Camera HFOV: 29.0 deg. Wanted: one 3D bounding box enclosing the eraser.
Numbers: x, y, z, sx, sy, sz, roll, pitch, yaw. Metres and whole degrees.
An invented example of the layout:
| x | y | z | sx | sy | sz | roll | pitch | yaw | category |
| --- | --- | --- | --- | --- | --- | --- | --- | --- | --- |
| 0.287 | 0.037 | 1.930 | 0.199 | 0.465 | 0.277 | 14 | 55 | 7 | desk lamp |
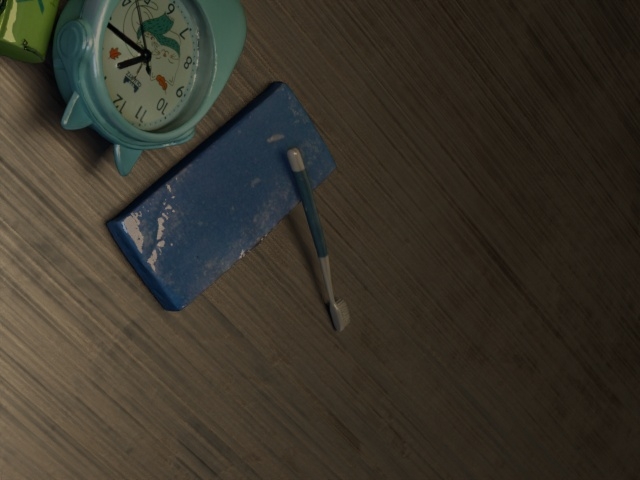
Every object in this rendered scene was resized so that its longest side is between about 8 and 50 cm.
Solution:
| x | y | z | sx | sy | sz | roll | pitch | yaw | category |
| --- | --- | --- | --- | --- | --- | --- | --- | --- | --- |
| -0.117 | -0.060 | 1.569 | 0.312 | 0.042 | 0.144 | -43 | 114 | -27 | eraser |

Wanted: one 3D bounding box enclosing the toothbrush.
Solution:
| x | y | z | sx | sy | sz | roll | pitch | yaw | category |
| --- | --- | --- | --- | --- | --- | --- | --- | --- | --- |
| 0.000 | 0.000 | 1.631 | 0.025 | 0.019 | 0.276 | -35 | 122 | -35 | toothbrush |

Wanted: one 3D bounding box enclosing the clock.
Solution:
| x | y | z | sx | sy | sz | roll | pitch | yaw | category |
| --- | --- | --- | --- | --- | --- | --- | --- | --- | --- |
| -0.215 | -0.221 | 1.447 | 0.223 | 0.094 | 0.274 | 45 | 65 | -44 | clock |

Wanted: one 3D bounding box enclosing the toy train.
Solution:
| x | y | z | sx | sy | sz | roll | pitch | yaw | category |
| --- | --- | --- | --- | --- | --- | --- | --- | --- | --- |
| -0.342 | -0.317 | 1.388 | 0.157 | 0.105 | 0.253 | 23 | 77 | -47 | toy train |
